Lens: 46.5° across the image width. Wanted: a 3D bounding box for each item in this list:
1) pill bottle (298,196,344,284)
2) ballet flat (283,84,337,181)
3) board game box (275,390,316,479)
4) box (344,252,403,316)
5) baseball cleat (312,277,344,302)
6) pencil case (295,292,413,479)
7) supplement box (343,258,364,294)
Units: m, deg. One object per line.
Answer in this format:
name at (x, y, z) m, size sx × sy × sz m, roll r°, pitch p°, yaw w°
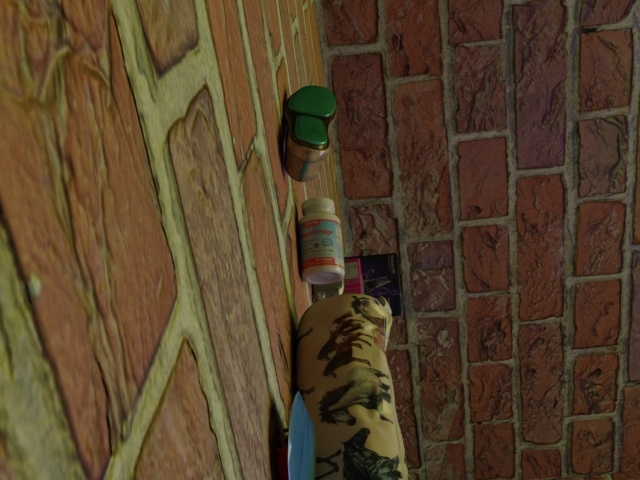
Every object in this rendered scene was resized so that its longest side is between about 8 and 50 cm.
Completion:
pill bottle at (0.000, 0.000, 1.470) m, size 0.087 × 0.087 × 0.160 m, roll 73°, pitch 11°, yaw -68°
ballet flat at (-0.030, -0.207, 1.449) m, size 0.316 × 0.108 × 0.106 m, roll -78°, pitch -178°, yaw -59°
board game box at (-0.038, 0.282, 0.968) m, size 0.168 × 0.033 × 0.133 m, roll 74°, pitch 16°, yaw -48°
box at (0.124, 0.131, 2.101) m, size 0.108 × 0.207 × 0.153 m, roll 79°, pitch 7°, yaw -49°
baseball cleat at (0.016, 0.072, 1.697) m, size 0.109 × 0.072 × 0.205 m, roll 90°, pitch 0°, yaw -66°
pencil case at (0.052, 0.267, 1.164) m, size 0.159 × 0.184 × 0.410 m, roll 78°, pitch 6°, yaw -47°
supplement box at (0.050, 0.157, 1.737) m, size 0.220 × 0.114 × 0.111 m, roll -89°, pitch 171°, yaw -51°
